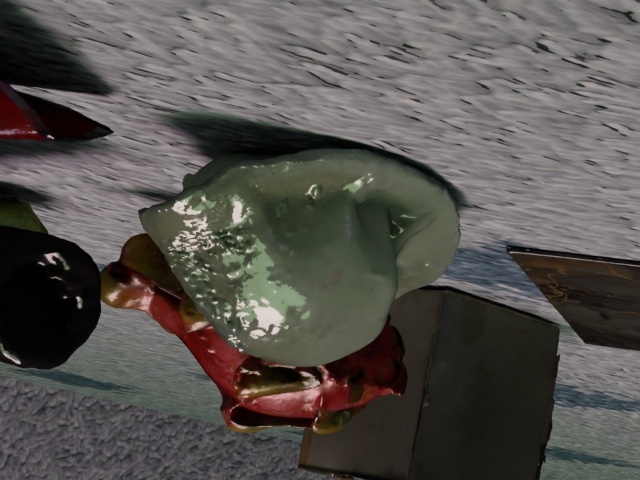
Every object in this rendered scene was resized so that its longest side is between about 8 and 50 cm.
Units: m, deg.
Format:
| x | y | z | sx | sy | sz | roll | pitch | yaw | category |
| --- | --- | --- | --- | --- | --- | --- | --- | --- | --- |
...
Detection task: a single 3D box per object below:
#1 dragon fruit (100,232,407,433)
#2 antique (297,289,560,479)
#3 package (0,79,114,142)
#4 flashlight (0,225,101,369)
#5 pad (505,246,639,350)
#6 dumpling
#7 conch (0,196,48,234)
| x | y | z | sx | sy | sz | roll | pitch | yaw | category |
| --- | --- | --- | --- | --- | --- | --- | --- | --- | --- |
| -0.040 | 0.045 | 1.227 | 0.207 | 0.150 | 0.133 | 15 | -158 | 0 | dragon fruit |
| 0.078 | 0.121 | 1.471 | 0.148 | 0.152 | 0.146 | 3 | 168 | 46 | antique |
| -0.214 | -0.078 | 0.863 | 0.194 | 0.071 | 0.269 | 23 | 176 | 8 | package |
| -0.285 | 0.012 | 1.234 | 0.103 | 0.103 | 0.424 | 18 | 173 | -40 | flashlight |
| 0.277 | 0.058 | 1.335 | 0.247 | 0.007 | 0.367 | 7 | 169 | 16 | pad |
| -0.006 | 0.014 | 1.062 | 0.152 | 0.108 | 0.219 | 3 | 171 | 35 | dumpling |
| -0.221 | 0.004 | 1.305 | 0.089 | 0.074 | 0.121 | -5 | 124 | 54 | conch |
